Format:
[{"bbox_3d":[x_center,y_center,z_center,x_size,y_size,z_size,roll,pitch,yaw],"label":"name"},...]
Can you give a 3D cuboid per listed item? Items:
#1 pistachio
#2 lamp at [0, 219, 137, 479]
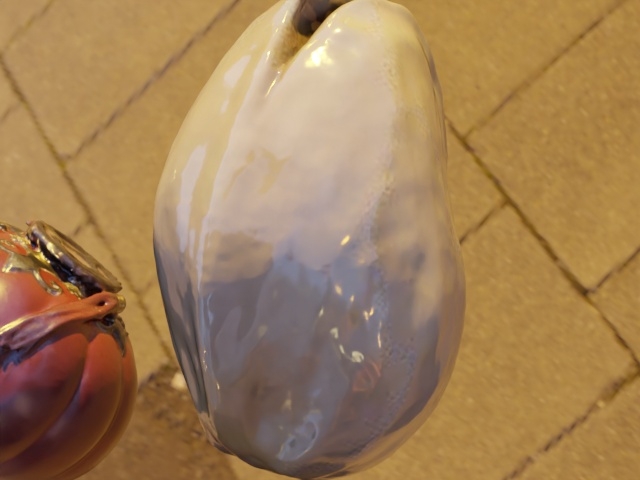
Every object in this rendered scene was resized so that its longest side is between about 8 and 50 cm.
[{"bbox_3d":[0.000,0.000,1.023,0.207,0.226,0.332,15,113,43],"label":"pistachio"},{"bbox_3d":[-0.324,0.111,1.619,0.257,0.303,0.303,-50,50,1],"label":"lamp"}]
